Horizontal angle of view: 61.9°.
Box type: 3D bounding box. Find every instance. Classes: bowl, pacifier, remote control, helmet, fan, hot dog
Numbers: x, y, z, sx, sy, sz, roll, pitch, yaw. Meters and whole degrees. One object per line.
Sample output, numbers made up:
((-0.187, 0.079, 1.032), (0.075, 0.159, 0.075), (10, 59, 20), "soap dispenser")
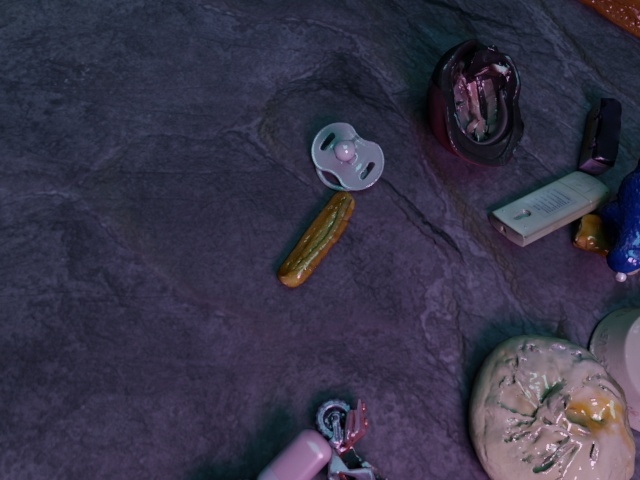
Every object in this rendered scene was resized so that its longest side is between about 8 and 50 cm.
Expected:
((0.607, 0.217, 0.923), (0.238, 0.126, 0.237), (2, 70, -5), "bowl")
((0.044, -0.159, 1.016), (0.150, 0.116, 0.127), (44, 96, 7), "pacifier")
((0.450, -0.066, 1.045), (0.234, 0.038, 0.098), (-24, 43, -15), "remote control")
((0.291, -0.266, 1.065), (0.198, 0.154, 0.253), (14, 86, -21), "helmet")
((-0.083, 0.378, 0.785), (0.130, 0.074, 0.244), (42, 85, 14), "fan")
((0.000, 0.000, 0.982), (0.066, 0.047, 0.215), (14, 61, 39), "hot dog")

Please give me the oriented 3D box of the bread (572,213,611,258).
((0.559, 0.000, 1.038), (0.132, 0.053, 0.074), (26, 68, 4), "bread")

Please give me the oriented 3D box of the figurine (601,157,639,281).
((0.578, -0.049, 0.944), (0.121, 0.164, 0.262), (43, 61, -35), "figurine")

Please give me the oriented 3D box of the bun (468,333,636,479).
((0.380, 0.293, 0.857), (0.287, 0.146, 0.287), (1, 72, -4), "bun")

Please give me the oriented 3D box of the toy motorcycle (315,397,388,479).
((0.060, 0.352, 0.835), (0.118, 0.084, 0.212), (-9, 65, -1), "toy motorcycle")

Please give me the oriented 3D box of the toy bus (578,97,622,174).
((0.586, -0.217, 1.116), (0.057, 0.072, 0.172), (21, 66, 1), "toy bus")

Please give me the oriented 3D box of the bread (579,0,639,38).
((0.710, -0.573, 1.234), (0.271, 0.139, 0.077), (37, 80, 10), "bread")
